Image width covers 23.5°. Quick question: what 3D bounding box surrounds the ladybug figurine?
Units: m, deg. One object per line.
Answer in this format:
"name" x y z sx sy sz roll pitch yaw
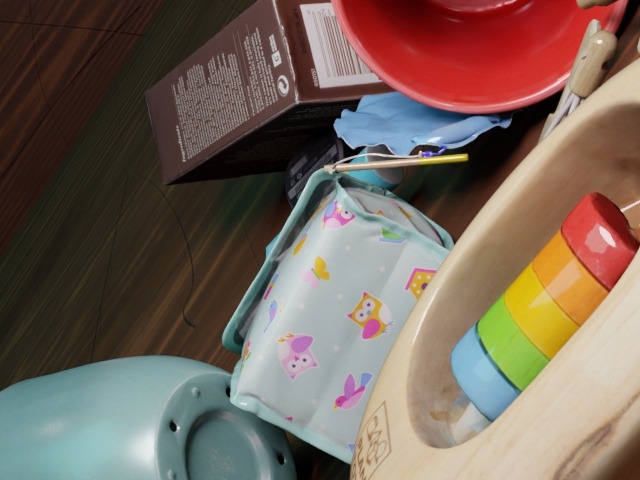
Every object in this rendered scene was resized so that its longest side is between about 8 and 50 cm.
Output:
"ladybug figurine" 0.185 0.067 0.997 0.449 0.162 0.305 -50 22 25

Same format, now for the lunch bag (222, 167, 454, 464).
"lunch bag" 0.017 0.057 1.454 0.223 0.160 0.262 -61 7 8

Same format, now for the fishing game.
"fishing game" 0.109 -0.116 1.498 0.189 0.041 0.264 -5 24 13

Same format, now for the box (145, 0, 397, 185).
"box" -0.046 -0.181 1.855 0.381 0.191 0.143 -27 75 58

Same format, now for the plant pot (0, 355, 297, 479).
"plant pot" -0.166 0.242 1.471 0.235 0.293 0.293 -23 39 38

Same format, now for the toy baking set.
"toy baking set" 0.229 -0.139 1.293 0.256 0.030 0.197 -178 101 -77

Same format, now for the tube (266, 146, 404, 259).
"tube" 0.005 -0.021 1.646 0.207 0.052 0.080 -43 28 34

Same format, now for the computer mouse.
"computer mouse" 0.000 0.000 1.731 0.184 0.060 0.262 -49 33 18

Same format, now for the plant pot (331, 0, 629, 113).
"plant pot" 0.149 -0.284 1.485 0.275 0.275 0.243 -53 10 20
